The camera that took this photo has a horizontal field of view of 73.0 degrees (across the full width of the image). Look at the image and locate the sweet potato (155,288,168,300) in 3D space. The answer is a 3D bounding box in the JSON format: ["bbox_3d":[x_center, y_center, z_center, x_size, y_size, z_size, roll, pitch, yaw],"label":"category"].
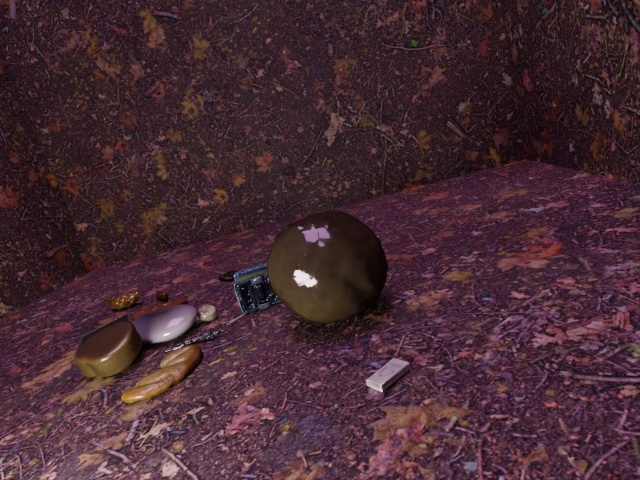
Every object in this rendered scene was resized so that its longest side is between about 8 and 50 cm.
[{"bbox_3d":[-0.889,0.303,2.404,0.050,0.050,0.214,-24,12,-32],"label":"sweet potato"}]

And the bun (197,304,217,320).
[{"bbox_3d":[-0.483,0.315,1.847,0.086,0.054,0.086,5,26,-2],"label":"bun"}]

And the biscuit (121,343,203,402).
[{"bbox_3d":[-0.498,0.429,1.420,0.154,0.045,0.299,-10,15,19],"label":"biscuit"}]

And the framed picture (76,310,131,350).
[{"bbox_3d":[-1.017,0.426,2.045,0.252,0.014,0.197,-29,17,-19],"label":"framed picture"}]

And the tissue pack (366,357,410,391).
[{"bbox_3d":[0.169,0.333,1.074,0.108,0.023,0.056,-25,16,-34],"label":"tissue pack"}]

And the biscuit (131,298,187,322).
[{"bbox_3d":[-0.811,0.354,2.101,0.306,0.043,0.284,-9,15,28],"label":"biscuit"}]

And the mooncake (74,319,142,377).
[{"bbox_3d":[-0.782,0.409,1.625,0.235,0.117,0.235,-18,25,8],"label":"mooncake"}]

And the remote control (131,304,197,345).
[{"bbox_3d":[-0.668,0.352,1.802,0.332,0.103,0.221,-12,20,16],"label":"remote control"}]

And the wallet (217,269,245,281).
[{"bbox_3d":[-0.466,0.191,2.402,0.232,0.031,0.122,-3,17,43],"label":"wallet"}]

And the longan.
[{"bbox_3d":[0.014,0.086,1.507,0.404,0.403,0.436,-20,17,-17],"label":"longan"}]

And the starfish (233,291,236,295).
[{"bbox_3d":[-0.302,0.214,2.095,0.241,0.043,0.227,-13,14,0],"label":"starfish"}]

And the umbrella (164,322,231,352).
[{"bbox_3d":[-0.462,0.377,1.633,0.269,0.044,0.044,-23,51,-4],"label":"umbrella"}]

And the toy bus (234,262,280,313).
[{"bbox_3d":[-0.207,0.183,1.865,0.312,0.152,0.190,-17,14,-8],"label":"toy bus"}]

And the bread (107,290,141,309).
[{"bbox_3d":[-1.102,0.342,2.429,0.233,0.076,0.105,-19,0,17],"label":"bread"}]
